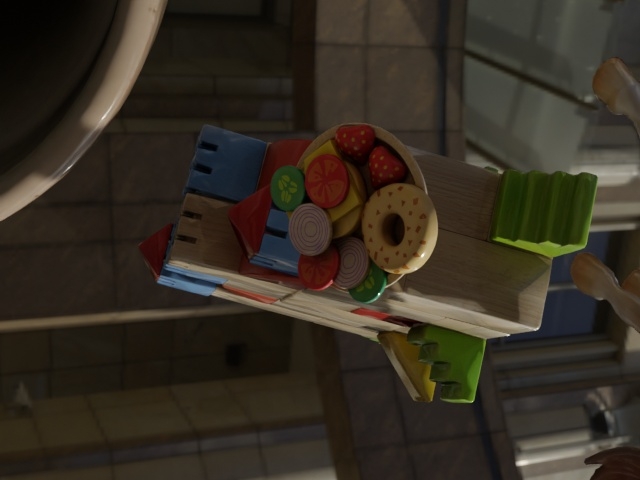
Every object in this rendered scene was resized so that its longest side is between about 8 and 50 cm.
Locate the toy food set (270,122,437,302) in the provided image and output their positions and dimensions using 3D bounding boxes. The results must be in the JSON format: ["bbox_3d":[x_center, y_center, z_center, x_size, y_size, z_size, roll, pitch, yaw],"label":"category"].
[{"bbox_3d":[0.015,-0.013,0.496,0.082,0.020,0.083,-35,-107,34],"label":"toy food set"}]

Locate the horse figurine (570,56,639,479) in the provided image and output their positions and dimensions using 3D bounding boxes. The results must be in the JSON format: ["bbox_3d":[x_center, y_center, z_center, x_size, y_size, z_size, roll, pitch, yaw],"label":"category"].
[{"bbox_3d":[0.144,0.028,0.297,0.174,0.066,0.263,48,-22,36],"label":"horse figurine"}]

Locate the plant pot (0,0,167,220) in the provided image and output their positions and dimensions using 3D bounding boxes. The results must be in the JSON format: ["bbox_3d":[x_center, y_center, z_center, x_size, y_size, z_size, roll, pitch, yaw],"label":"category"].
[{"bbox_3d":[-0.182,-0.151,0.435,0.229,0.262,0.263,-97,-167,-69],"label":"plant pot"}]

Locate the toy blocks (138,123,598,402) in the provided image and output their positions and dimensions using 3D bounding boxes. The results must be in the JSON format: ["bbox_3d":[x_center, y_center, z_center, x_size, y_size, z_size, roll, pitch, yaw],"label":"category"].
[{"bbox_3d":[0.000,0.000,0.810,0.381,0.260,0.191,147,-43,-75],"label":"toy blocks"}]
